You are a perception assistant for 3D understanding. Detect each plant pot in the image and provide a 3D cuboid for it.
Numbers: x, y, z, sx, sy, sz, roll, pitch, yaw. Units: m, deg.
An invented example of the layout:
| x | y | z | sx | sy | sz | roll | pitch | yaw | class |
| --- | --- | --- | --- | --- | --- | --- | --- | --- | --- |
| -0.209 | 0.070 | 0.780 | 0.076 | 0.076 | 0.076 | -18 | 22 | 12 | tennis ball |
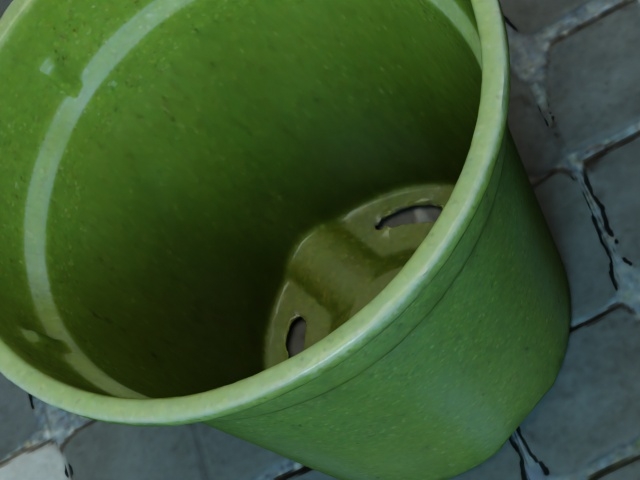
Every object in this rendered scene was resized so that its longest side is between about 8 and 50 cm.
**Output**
| x | y | z | sx | sy | sz | roll | pitch | yaw | class |
| --- | --- | --- | --- | --- | --- | --- | --- | --- | --- |
| 0.000 | 0.000 | 0.917 | 0.276 | 0.254 | 0.276 | -12 | 60 | 21 | plant pot |
